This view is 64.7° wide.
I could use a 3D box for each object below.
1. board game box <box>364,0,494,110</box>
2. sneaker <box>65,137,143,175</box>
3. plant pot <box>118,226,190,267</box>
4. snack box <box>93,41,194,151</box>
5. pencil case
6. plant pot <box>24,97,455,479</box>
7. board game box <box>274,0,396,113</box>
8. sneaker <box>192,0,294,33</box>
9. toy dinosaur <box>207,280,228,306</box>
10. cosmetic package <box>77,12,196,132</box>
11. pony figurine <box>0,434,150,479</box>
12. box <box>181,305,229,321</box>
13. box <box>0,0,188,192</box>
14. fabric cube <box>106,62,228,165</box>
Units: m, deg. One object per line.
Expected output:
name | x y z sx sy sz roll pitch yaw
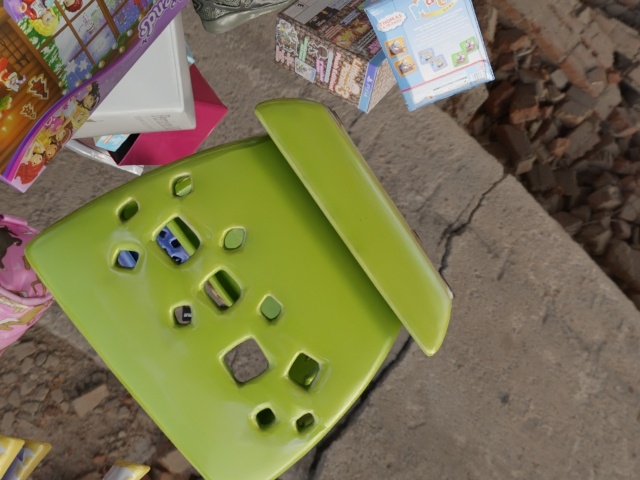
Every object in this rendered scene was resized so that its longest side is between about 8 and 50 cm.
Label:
board game box | 0.190 -0.342 0.867 0.160 0.039 0.211 -16 133 23
sneaker | -0.660 -0.284 1.548 0.258 0.094 0.091 21 86 -46
plant pot | -0.431 -0.005 1.352 0.212 0.236 0.236 -28 114 -8
snack box | -0.442 -0.384 1.186 0.322 0.060 0.187 -37 65 25
pencil case | -0.553 0.127 0.758 0.386 0.160 0.167 -38 107 16
plant pot | -0.034 0.015 0.410 0.207 0.227 0.228 -33 99 9
board game box | 0.067 -0.497 1.272 0.291 0.141 0.232 32 59 13
sneaker | -0.110 -0.438 0.814 0.227 0.130 0.087 -22 58 3
toy dinosaur | -0.127 0.106 0.808 0.183 0.092 0.053 41 88 -26
cosmetic package | -0.431 -0.343 0.830 0.393 0.329 0.328 -7 98 -10
pony figurine | -0.419 0.430 0.602 0.351 0.302 0.364 34 58 -36
box | -0.157 0.100 0.698 0.067 0.083 0.018 3 85 -16
box | -0.181 -0.195 0.356 0.057 0.201 0.293 31 75 5
fabric cube | -0.475 -0.386 1.433 0.259 0.258 0.254 -43 76 27
